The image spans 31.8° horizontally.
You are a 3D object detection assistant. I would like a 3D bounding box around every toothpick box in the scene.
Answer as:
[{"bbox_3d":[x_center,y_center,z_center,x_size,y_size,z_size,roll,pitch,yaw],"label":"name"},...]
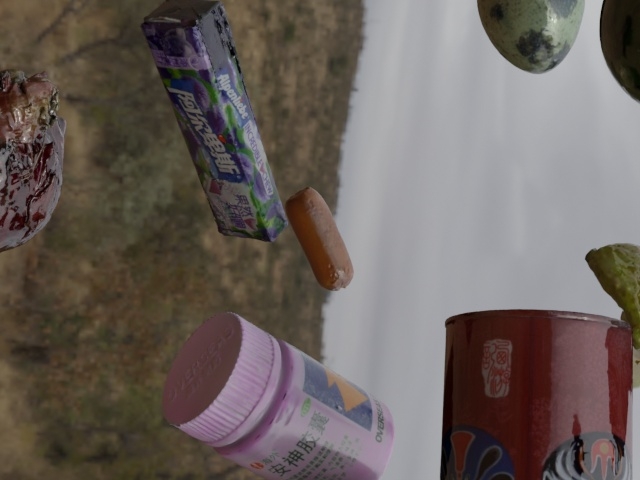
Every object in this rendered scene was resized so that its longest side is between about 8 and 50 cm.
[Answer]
[{"bbox_3d":[0.223,0.252,1.172,0.204,0.204,0.333,104,-10,-76],"label":"toothpick box"}]

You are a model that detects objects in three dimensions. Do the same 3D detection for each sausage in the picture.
[{"bbox_3d":[0.000,0.000,2.044,0.076,0.076,0.197,-120,-174,-87],"label":"sausage"}]

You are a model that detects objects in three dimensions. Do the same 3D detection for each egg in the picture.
[{"bbox_3d":[0.283,-0.313,1.504,0.141,0.141,0.181,114,-34,-84],"label":"egg"}]

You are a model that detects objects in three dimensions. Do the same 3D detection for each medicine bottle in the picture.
[{"bbox_3d":[-0.055,0.237,1.540,0.178,0.291,0.178,-36,-146,29],"label":"medicine bottle"}]

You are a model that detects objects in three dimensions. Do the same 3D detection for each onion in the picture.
[{"bbox_3d":[-0.416,-0.104,1.374,0.281,0.221,0.281,-53,-166,20],"label":"onion"}]

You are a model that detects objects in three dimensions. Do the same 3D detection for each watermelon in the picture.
[{"bbox_3d":[0.356,-0.214,1.141,0.232,0.127,0.204,113,-40,-52],"label":"watermelon"}]

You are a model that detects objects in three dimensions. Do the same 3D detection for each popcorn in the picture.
[{"bbox_3d":[0.577,0.113,1.793,0.321,0.326,0.290,-50,-170,-13],"label":"popcorn"}]

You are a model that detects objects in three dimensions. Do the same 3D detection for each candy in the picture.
[{"bbox_3d":[-0.119,-0.133,1.320,0.061,0.088,0.312,-48,135,-37],"label":"candy"}]
